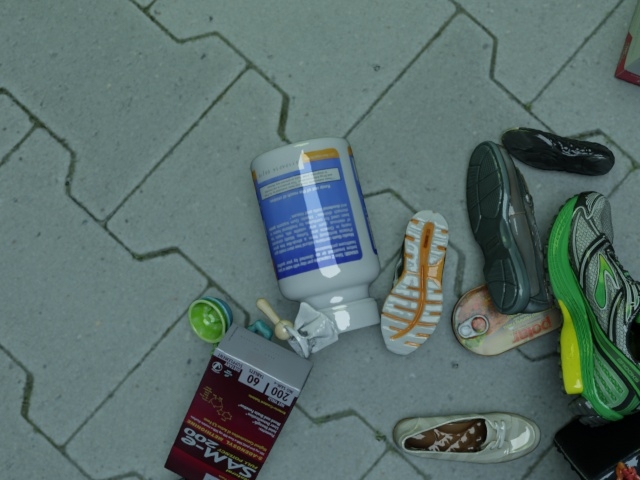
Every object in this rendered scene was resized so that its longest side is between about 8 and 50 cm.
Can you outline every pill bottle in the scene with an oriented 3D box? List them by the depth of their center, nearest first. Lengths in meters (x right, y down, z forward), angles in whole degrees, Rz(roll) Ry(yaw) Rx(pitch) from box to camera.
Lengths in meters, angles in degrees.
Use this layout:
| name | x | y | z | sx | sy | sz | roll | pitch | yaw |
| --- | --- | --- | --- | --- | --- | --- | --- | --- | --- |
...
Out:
| name | x | y | z | sx | sy | sz | roll | pitch | yaw |
| --- | --- | --- | --- | --- | --- | --- | --- | --- | --- |
| pill bottle | 0.000 | 0.000 | 1.366 | 0.152 | 0.152 | 0.272 | -13 | 85 | -2 |

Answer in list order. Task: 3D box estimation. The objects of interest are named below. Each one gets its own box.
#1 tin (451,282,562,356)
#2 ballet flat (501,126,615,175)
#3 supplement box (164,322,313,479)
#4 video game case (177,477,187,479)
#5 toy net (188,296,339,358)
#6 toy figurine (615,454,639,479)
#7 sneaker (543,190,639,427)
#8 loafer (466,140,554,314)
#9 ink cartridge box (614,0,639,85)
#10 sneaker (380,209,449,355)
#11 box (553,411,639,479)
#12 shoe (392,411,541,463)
| name | x | y | z | sx | sy | sz | roll | pitch | yaw |
| --- | --- | --- | --- | --- | --- | --- | --- | --- | --- |
| tin | 0.286 | 0.104 | 1.417 | 0.189 | 0.040 | 0.106 | -22 | 82 | -3 |
| ballet flat | 0.359 | -0.135 | 1.442 | 0.173 | 0.049 | 0.057 | 16 | 118 | 5 |
| supplement box | -0.117 | 0.246 | 1.324 | 0.130 | 0.073 | 0.239 | 26 | 121 | 2 |
| video game case | -0.248 | 0.513 | 1.363 | 0.244 | 0.061 | 0.270 | -24 | 86 | -1 |
| toy net | -0.081 | 0.140 | 1.337 | 0.232 | 0.045 | 0.122 | 4 | 109 | 33 |
| toy figurine | 0.383 | 0.298 | 1.089 | 0.159 | 0.130 | 0.173 | -43 | 60 | -6 |
| sneaker | 0.410 | 0.081 | 1.321 | 0.146 | 0.134 | 0.344 | -24 | 55 | 35 |
| loafer | 0.280 | -0.017 | 1.398 | 0.084 | 0.096 | 0.268 | 5 | 67 | -28 |
| ink cartridge box | 0.522 | -0.320 | 1.365 | 0.092 | 0.218 | 0.159 | 19 | 85 | 1 |
| sneaker | 0.142 | 0.064 | 1.399 | 0.084 | 0.083 | 0.215 | 16 | 87 | 1 |
| box | 0.653 | 0.350 | 1.245 | 0.480 | 0.297 | 0.472 | -35 | 88 | 4 |
| shoe | 0.217 | 0.292 | 1.388 | 0.219 | 0.058 | 0.077 | -2 | 85 | -1 |
